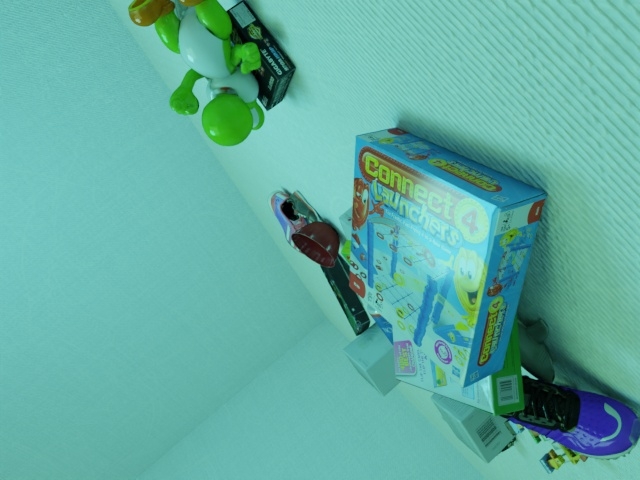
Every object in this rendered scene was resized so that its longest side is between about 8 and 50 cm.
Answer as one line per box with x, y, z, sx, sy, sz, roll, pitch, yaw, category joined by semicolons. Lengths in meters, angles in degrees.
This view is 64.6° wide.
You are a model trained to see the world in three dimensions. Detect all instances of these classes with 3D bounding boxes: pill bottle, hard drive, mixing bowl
0.250;0.256;1.541;0.221;0.124;0.124;53;170;-15;pill bottle
0.093;0.201;2.004;0.237;0.064;0.339;81;163;-70;hard drive
0.000;0.000;1.741;0.181;0.098;0.181;32;158;15;mixing bowl

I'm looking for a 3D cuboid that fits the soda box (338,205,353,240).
0.118;-0.003;1.340;0.069;0.074;0.216;43;167;37;soda box

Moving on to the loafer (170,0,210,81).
-0.297;-0.496;1.313;0.111;0.112;0.319;32;161;37;loafer

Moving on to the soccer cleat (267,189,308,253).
-0.097;-0.058;2.020;0.116;0.108;0.318;26;151;59;soccer cleat

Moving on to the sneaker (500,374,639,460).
0.385;0.293;0.886;0.146;0.102;0.293;27;164;-24;sneaker

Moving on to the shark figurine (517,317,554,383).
0.319;0.169;0.971;0.278;0.116;0.166;43;166;32;shark figurine

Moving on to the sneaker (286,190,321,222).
-0.061;-0.101;1.804;0.158;0.065;0.061;49;170;10;sneaker

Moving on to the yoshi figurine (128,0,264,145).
-0.223;-0.338;1.040;0.203;0.203;0.362;33;162;40;yoshi figurine

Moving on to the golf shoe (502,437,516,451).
0.534;0.583;1.585;0.120;0.105;0.273;-117;4;-49;golf shoe

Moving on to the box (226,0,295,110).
-0.142;-0.402;1.132;0.175;0.051;0.220;53;169;-6;box

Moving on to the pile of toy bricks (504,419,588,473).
0.489;0.393;1.092;0.212;0.118;0.105;57;140;17;pile of toy bricks

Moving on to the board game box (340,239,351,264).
0.149;0.048;1.242;0.181;0.043;0.092;5;145;39;board game box

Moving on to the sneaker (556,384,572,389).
0.467;0.312;0.996;0.058;0.052;0.135;50;170;31;sneaker

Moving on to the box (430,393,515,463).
0.400;0.407;1.246;0.181;0.182;0.119;56;167;-27;box

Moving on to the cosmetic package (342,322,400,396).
0.236;0.418;1.878;0.138;0.225;0.224;54;169;-18;cosmetic package

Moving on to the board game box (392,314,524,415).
0.239;0.168;0.960;0.316;0.064;0.242;170;97;-69;board game box

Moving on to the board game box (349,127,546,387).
0.168;0.014;0.797;0.308;0.086;0.302;39;138;48;board game box
